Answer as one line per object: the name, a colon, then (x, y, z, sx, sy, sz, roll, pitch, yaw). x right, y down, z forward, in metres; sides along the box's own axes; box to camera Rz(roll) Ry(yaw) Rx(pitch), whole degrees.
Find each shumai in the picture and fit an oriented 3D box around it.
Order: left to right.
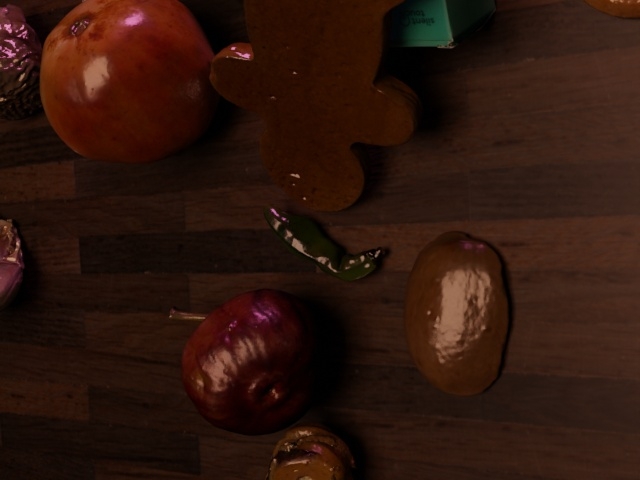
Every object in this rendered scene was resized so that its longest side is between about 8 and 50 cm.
shumai: (-0.533, -0.297, 1.829, 0.206, 0.166, 0.175, -16, 74, 13)

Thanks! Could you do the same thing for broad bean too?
broad bean: (-0.001, 0.008, 1.499, 0.195, 0.046, 0.061, 22, 95, 30)

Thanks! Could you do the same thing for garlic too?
garlic: (-0.598, 0.059, 1.923, 0.142, 0.178, 0.229, 88, 156, -43)

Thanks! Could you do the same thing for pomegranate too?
pomegranate: (-0.264, -0.219, 1.580, 0.252, 0.270, 0.229, -28, 46, 5)

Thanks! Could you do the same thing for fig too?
fig: (-0.091, 0.147, 1.525, 0.203, 0.186, 0.249, -49, 20, 9)

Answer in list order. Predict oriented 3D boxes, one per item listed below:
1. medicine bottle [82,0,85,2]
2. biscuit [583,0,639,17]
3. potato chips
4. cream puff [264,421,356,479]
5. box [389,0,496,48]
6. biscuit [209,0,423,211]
medicine bottle: (-0.312, -0.350, 1.686, 0.057, 0.089, 0.057, 4, 96, 38)
biscuit: (0.370, -0.323, 1.191, 0.224, 0.033, 0.144, -47, 66, 32)
potato chips: (0.162, 0.090, 1.379, 0.150, 0.049, 0.201, 13, 96, 32)
cream puff: (-0.011, 0.309, 1.495, 0.119, 0.104, 0.133, 38, 128, -6)
box: (0.075, -0.390, 1.298, 0.205, 0.118, 0.311, 9, 123, 40)
biscuit: (-0.003, -0.209, 1.363, 0.283, 0.064, 0.432, 16, 139, 18)
